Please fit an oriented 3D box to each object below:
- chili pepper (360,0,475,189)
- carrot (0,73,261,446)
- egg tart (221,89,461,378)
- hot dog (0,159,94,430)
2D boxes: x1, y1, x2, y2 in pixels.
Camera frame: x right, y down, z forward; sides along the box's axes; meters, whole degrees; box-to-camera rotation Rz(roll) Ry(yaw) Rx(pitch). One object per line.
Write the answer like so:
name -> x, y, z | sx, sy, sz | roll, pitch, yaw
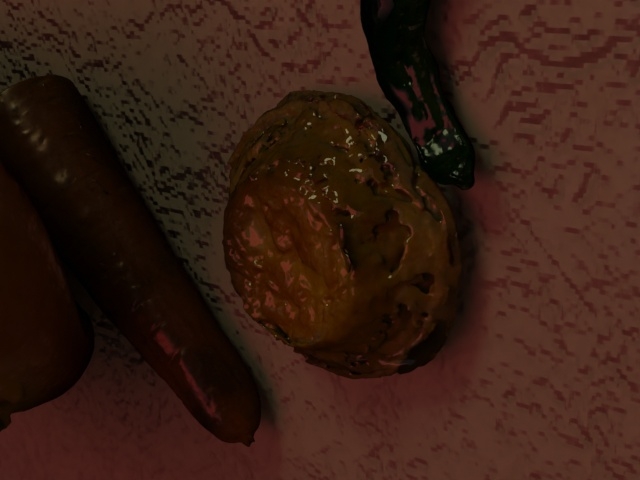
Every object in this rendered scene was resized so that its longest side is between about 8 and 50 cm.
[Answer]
chili pepper -> 0.032, -0.077, 0.412 | 0.055, 0.035, 0.117 | 15, 111, 58
carrot -> -0.093, 0.015, 0.550 | 0.209, 0.061, 0.061 | 54, 133, 10
egg tart -> 0.000, 0.000, 0.457 | 0.130, 0.052, 0.130 | 17, 115, 42
hot dog -> -0.248, 0.015, 0.559 | 0.405, 0.185, 0.223 | 29, 149, 59
